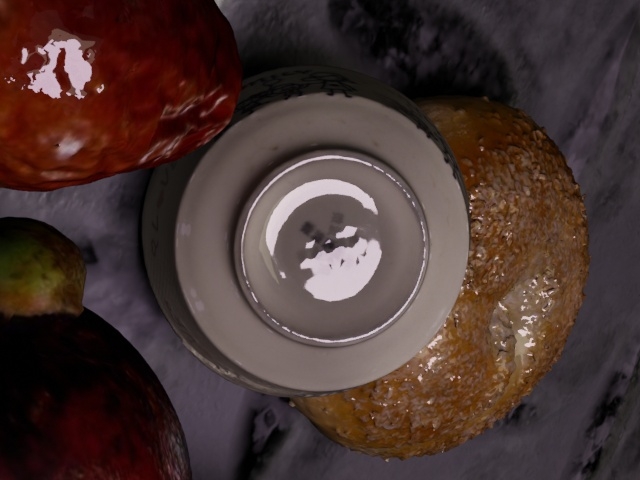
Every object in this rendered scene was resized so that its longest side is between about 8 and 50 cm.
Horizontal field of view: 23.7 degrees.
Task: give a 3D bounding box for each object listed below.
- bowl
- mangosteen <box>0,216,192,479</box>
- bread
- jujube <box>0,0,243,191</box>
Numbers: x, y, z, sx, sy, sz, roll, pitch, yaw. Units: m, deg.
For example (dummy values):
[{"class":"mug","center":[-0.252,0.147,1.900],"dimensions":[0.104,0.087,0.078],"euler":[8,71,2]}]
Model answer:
[{"class":"bowl","center":[0.000,0.000,1.023],"dimensions":[0.237,0.126,0.238],"euler":[-1,96,-9]},{"class":"mangosteen","center":[-0.215,0.133,0.856],"dimensions":[0.311,0.311,0.311],"euler":[-22,125,-37]},{"class":"bread","center":[0.101,0.037,1.211],"dimensions":[0.305,0.158,0.306],"euler":[-23,125,-38]},{"class":"jujube","center":[-0.145,-0.116,0.875],"dimensions":[0.190,0.190,0.255],"euler":[-64,155,1]}]
